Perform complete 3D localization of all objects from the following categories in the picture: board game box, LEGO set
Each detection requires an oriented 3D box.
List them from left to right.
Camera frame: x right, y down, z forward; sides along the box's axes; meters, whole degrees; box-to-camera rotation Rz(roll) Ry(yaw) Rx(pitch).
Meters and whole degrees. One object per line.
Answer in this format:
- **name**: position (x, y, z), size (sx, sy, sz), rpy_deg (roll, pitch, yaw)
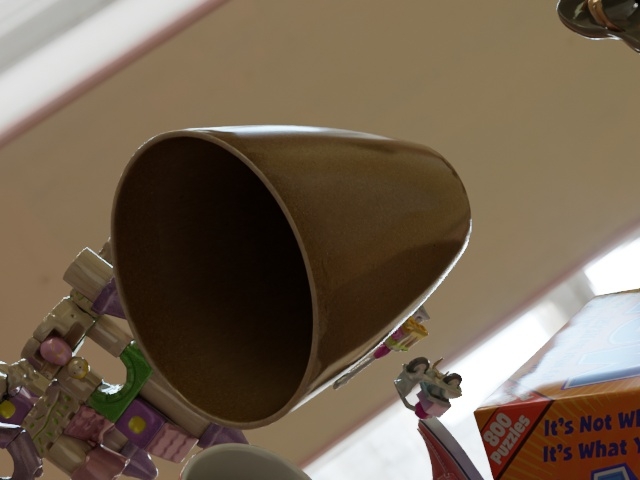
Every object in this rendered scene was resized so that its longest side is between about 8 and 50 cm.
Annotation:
- **LEGO set**: position (0.034, 0.062, 1.479), size (0.132, 0.107, 0.287), rpy_deg (41, 16, -36)
- **board game box**: position (0.410, 0.241, 1.396), size (0.356, 0.357, 0.356), rpy_deg (-30, 106, -58)

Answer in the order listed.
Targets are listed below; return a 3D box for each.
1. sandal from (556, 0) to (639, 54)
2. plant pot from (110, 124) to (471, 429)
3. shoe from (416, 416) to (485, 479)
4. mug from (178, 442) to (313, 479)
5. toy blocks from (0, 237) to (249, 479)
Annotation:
- **sandal**: position (0.340, -0.259, 1.697), size (0.180, 0.072, 0.049), rpy_deg (36, -12, 48)
- **plant pot**: position (0.000, 0.000, 1.224), size (0.237, 0.254, 0.237), rpy_deg (19, -62, 41)
- **shoe**: position (0.141, 0.279, 1.644), size (0.178, 0.081, 0.063), rpy_deg (55, -3, 0)
- **mug**: position (-0.090, 0.225, 0.969), size (0.169, 0.150, 0.113), rpy_deg (-57, -146, 35)
- **toy blocks**: position (-0.191, 0.170, 1.596), size (0.260, 0.288, 0.309), rpy_deg (38, 10, 2)
